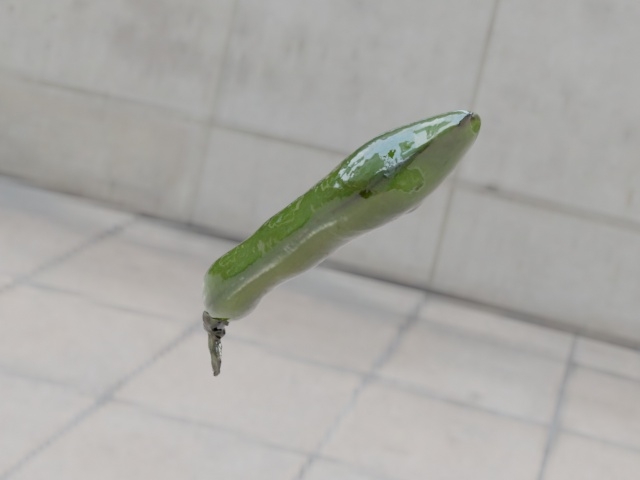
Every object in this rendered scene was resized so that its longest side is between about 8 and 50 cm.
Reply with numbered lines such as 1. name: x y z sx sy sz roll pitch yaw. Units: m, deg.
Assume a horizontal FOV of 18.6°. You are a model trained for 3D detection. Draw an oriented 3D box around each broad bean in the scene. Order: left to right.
1. broad bean: -0.004 -0.007 1.395 0.075 0.325 0.067 15 51 -42
